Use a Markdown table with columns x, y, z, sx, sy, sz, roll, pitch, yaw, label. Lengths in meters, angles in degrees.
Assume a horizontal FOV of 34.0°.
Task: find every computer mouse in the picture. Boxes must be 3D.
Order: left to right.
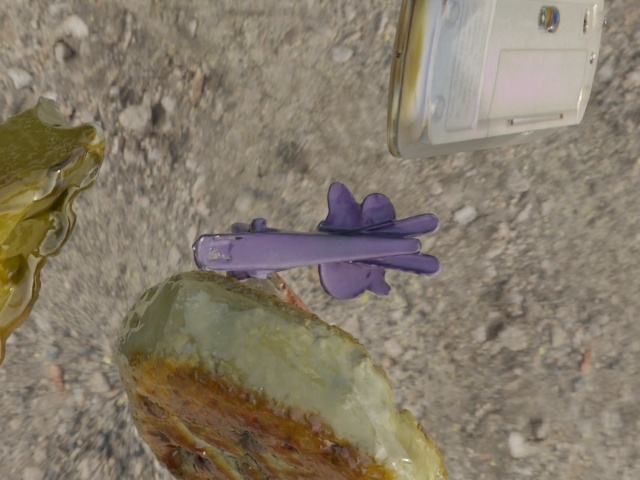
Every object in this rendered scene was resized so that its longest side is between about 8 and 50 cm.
| x | y | z | sx | sy | sz | roll | pitch | yaw | label |
| --- | --- | --- | --- | --- | --- | --- | --- | --- | --- |
| 0.082 | -0.091 | 0.511 | 0.045 | 0.199 | 0.102 | 16 | 109 | 34 | computer mouse |

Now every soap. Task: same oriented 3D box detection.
| x | y | z | sx | sy | sz | roll | pitch | yaw | label |
| --- | --- | --- | --- | --- | --- | --- | --- | --- | --- |
| -0.395 | -0.015 | 0.895 | 0.169 | 0.338 | 0.304 | 41 | 109 | 33 | soap |

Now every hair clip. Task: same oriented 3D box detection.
| x | y | z | sx | sy | sz | roll | pitch | yaw | label |
| --- | --- | --- | --- | --- | --- | --- | --- | --- | --- |
| -0.002 | 0.001 | 1.201 | 0.278 | 0.090 | 0.137 | -2 | 86 | 6 | hair clip |

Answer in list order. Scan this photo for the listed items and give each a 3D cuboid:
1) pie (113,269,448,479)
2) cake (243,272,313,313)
| x | y | z | sx | sy | sz | roll | pitch | yaw | label |
| --- | --- | --- | --- | --- | --- | --- | --- | --- | --- |
| -0.048 | 0.164 | 0.885 | 0.315 | 0.315 | 0.092 | 41 | 52 | -3 | pie |
| -0.041 | 0.139 | 1.328 | 0.109 | 0.225 | 0.090 | -42 | 48 | -6 | cake |
